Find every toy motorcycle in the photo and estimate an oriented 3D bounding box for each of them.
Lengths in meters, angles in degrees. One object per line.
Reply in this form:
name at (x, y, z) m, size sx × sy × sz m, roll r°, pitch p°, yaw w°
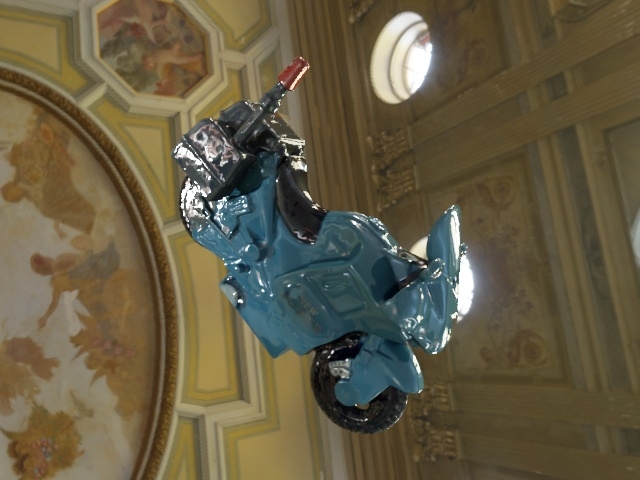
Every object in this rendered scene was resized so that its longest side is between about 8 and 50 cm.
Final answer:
toy motorcycle at (0.000, 0.000, 0.383) m, size 0.272 × 0.182 × 0.124 m, roll 50°, pitch -159°, yaw 12°
